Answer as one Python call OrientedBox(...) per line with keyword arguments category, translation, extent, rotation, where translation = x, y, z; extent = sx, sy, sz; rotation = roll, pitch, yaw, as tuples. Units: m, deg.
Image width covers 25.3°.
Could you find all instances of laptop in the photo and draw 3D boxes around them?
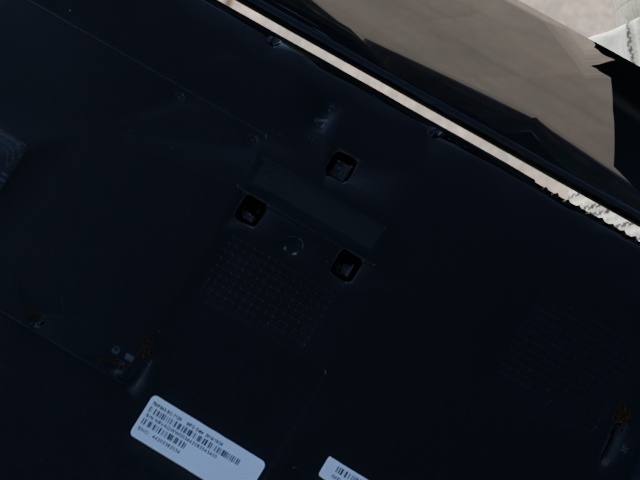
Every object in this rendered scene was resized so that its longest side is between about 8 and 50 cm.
OrientedBox(category="laptop", translation=(0.000, 0.000, 0.457), extent=(0.234, 0.136, 0.264), rotation=(29, 79, 5))

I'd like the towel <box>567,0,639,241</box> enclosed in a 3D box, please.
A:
OrientedBox(category="towel", translation=(0.220, -0.027, 0.563), extent=(0.056, 0.312, 0.324), rotation=(18, 65, -32))
